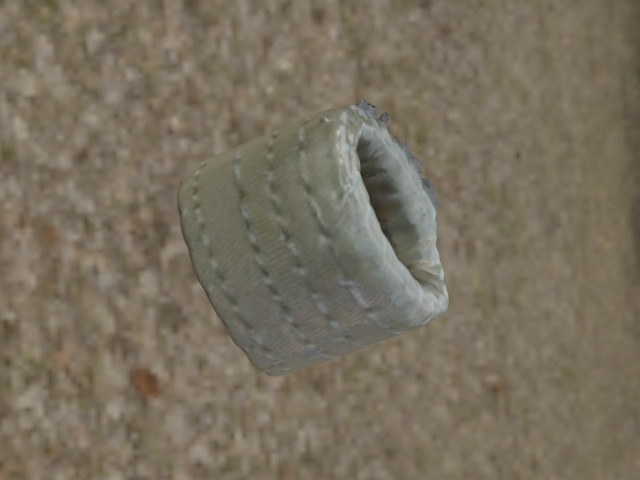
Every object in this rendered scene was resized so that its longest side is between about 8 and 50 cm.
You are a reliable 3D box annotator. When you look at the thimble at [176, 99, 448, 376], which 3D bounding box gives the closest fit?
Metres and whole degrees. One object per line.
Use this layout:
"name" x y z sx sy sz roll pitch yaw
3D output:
"thimble" 0.000 0.000 0.836 0.115 0.090 0.102 33 39 -61
